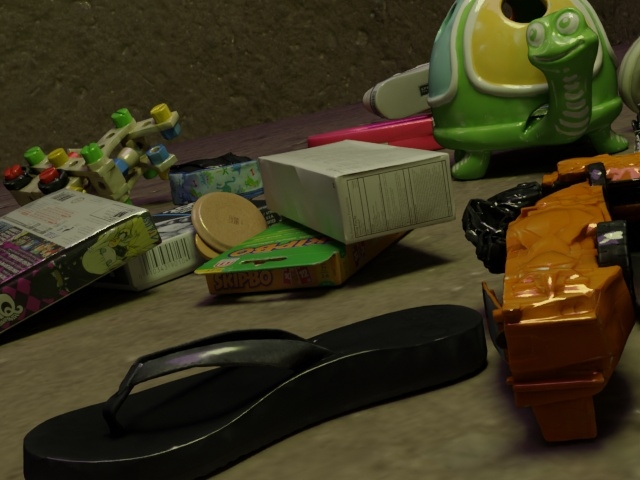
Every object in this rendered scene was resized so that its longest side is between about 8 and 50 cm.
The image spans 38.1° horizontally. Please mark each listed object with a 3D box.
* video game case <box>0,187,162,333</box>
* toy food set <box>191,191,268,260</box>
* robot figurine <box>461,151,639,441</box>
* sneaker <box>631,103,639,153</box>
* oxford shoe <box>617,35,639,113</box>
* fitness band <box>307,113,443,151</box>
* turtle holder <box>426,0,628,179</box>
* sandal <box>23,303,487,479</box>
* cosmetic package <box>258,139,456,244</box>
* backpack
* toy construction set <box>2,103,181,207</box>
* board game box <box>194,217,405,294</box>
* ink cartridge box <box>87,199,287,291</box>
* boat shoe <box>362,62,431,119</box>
[{"bbox_3d":[-0.287,0.020,0.870,0.210,0.041,0.232,-31,23,-27],"label":"video game case"},{"bbox_3d":[-0.088,-0.013,0.907,0.083,0.083,0.020,2,-39,-30],"label":"toy food set"},{"bbox_3d":[0.178,0.008,0.507,0.211,0.085,0.291,-7,12,17],"label":"robot figurine"},{"bbox_3d":[0.337,-0.108,0.961,0.038,0.069,0.098,-7,12,20],"label":"sneaker"},{"bbox_3d":[0.616,-0.249,1.206,0.450,0.169,0.130,-10,30,-1],"label":"oxford shoe"},{"bbox_3d":[0.122,-0.177,1.560,0.291,0.054,0.209,-8,11,9],"label":"fitness band"},{"bbox_3d":[0.237,-0.205,1.135,0.243,0.227,0.320,-5,12,25],"label":"turtle holder"},{"bbox_3d":[-0.033,0.067,0.490,0.255,0.054,0.097,-16,12,-24],"label":"sandal"},{"bbox_3d":[0.023,-0.048,0.828,0.099,0.060,0.239,-11,12,-16],"label":"cosmetic package"},{"bbox_3d":[-0.124,-0.064,1.156,0.105,0.084,0.114,-16,8,-26],"label":"backpack"},{"bbox_3d":[-0.378,-0.118,1.505,0.328,0.151,0.215,-10,33,50],"label":"toy construction set"},{"bbox_3d":[0.000,0.000,0.846,0.124,0.039,0.259,-6,10,25],"label":"board game box"},{"bbox_3d":[-0.175,0.001,0.990,0.208,0.045,0.206,-1,16,46],"label":"ink cartridge box"},{"bbox_3d":[0.200,-0.264,1.600,0.268,0.096,0.088,-21,16,-16],"label":"boat shoe"}]
